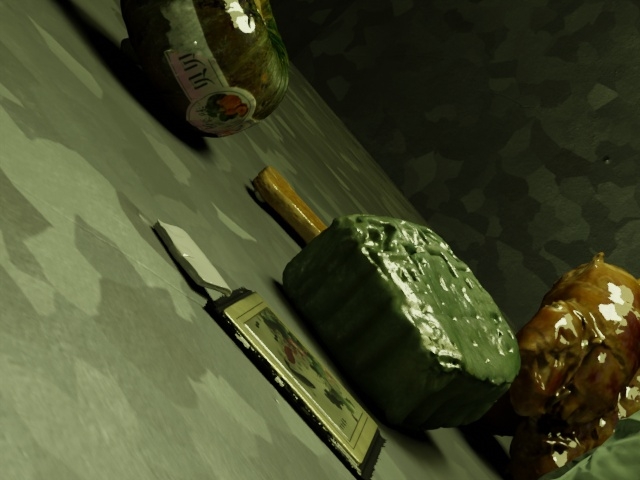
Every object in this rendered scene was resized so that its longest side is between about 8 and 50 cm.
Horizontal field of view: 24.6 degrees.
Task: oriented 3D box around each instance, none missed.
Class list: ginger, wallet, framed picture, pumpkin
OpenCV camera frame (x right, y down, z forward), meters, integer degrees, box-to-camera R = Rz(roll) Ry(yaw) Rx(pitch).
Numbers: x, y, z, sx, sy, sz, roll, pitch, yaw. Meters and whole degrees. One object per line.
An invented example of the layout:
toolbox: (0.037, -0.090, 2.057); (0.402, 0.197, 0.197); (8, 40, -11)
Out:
ginger: (0.333, 0.213, 1.849); (0.274, 0.152, 0.358); (-32, 119, -58)
wallet: (-0.107, 0.015, 1.224); (0.044, 0.011, 0.083); (25, 20, -52)
framed picture: (-0.013, 0.117, 1.260); (0.199, 0.010, 0.195); (48, 8, 2)
pumpkin: (-0.150, -0.244, 1.755); (0.260, 0.189, 0.260); (-16, 90, -82)

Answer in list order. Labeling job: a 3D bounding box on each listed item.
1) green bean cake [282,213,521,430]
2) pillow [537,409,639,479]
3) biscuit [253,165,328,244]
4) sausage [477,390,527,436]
green bean cake: (0.095, 0.087, 1.525); (0.222, 0.125, 0.227); (11, 42, -57)
pillow: (0.365, 0.305, 1.488); (0.310, 0.283, 0.138); (47, -6, 29)
biscuit: (-0.001, 0.001, 1.872); (0.240, 0.035, 0.158); (48, 9, 2)
sausage: (0.183, 0.170, 1.821); (0.419, 0.094, 0.094); (34, 35, -60)
